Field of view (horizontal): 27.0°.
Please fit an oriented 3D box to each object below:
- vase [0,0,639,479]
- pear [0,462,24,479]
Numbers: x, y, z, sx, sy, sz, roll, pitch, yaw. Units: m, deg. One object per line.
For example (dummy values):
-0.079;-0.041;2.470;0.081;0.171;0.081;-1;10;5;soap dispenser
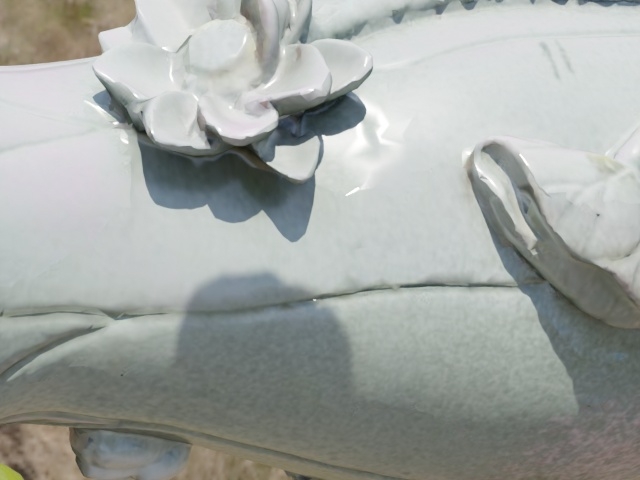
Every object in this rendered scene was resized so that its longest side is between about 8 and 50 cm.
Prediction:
0.000;0.000;0.516;0.445;0.250;0.250;-2;28;-34;vase
-0.278;0.233;0.626;0.288;0.139;0.239;-13;70;1;pear
